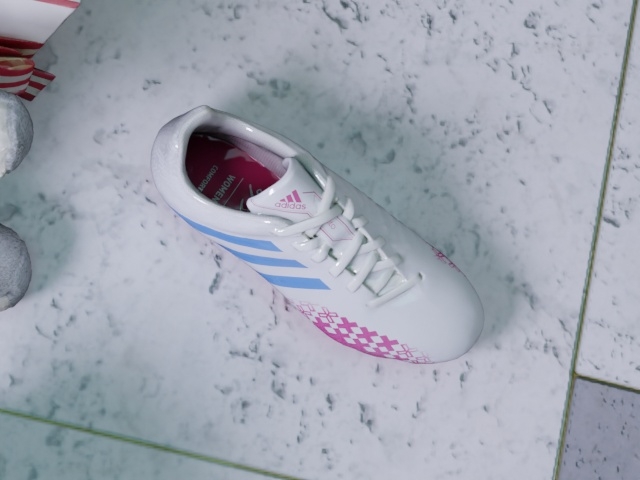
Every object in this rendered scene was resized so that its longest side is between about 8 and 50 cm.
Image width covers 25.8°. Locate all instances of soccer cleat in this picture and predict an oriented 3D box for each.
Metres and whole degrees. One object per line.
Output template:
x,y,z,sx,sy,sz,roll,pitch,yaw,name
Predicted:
0.000,0.000,1.183,0.331,0.143,0.116,31,74,-3,soccer cleat

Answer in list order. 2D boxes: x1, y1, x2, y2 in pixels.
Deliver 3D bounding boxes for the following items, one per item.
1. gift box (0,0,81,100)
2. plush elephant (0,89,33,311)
-0.327,-0.247,1.127,0.255,0.276,0.258,7,73,-23,gift box
-0.389,0.009,1.011,0.330,0.272,0.255,22,58,-7,plush elephant
